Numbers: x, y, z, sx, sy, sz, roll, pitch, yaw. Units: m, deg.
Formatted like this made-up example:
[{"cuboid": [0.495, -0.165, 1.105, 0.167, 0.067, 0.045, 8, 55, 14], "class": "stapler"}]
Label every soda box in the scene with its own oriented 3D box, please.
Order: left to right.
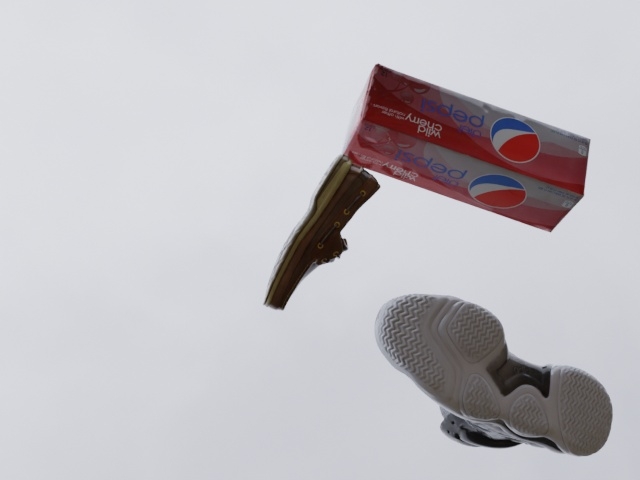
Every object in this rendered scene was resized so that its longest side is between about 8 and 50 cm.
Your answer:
[{"cuboid": [0.162, -0.101, 1.329, 0.263, 0.083, 0.092, 18, -31, -7], "class": "soda box"}]

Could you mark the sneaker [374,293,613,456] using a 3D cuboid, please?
[{"cuboid": [0.139, 0.138, 1.142, 0.269, 0.153, 0.101, 28, -113, -22], "class": "sneaker"}]

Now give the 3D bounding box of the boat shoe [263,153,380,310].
[{"cuboid": [0.000, 0.000, 1.225, 0.060, 0.064, 0.178, 30, -87, -5], "class": "boat shoe"}]
